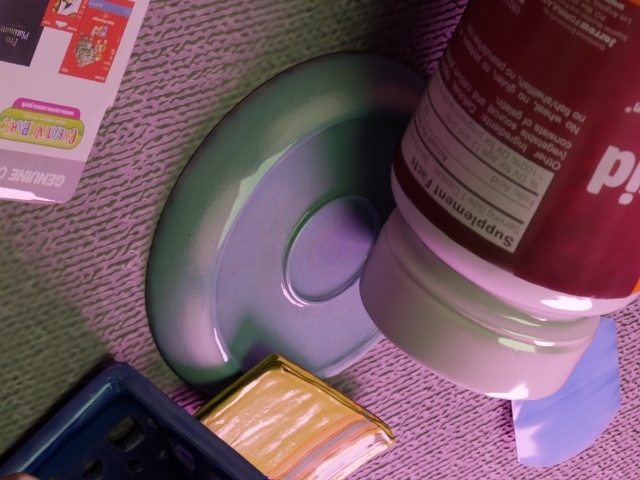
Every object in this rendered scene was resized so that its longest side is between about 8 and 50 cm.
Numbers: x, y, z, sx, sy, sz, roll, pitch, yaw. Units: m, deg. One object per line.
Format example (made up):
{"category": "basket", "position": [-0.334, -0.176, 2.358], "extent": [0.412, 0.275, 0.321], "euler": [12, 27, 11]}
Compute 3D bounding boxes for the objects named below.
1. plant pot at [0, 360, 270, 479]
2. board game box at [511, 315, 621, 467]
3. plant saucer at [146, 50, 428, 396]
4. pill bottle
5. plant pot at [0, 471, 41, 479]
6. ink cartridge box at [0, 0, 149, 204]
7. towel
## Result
{"category": "plant pot", "position": [-0.131, 0.274, 1.518], "extent": [0.236, 0.236, 0.212], "euler": [-46, 147, -11]}
{"category": "board game box", "position": [0.234, 0.144, 1.933], "extent": [0.133, 0.033, 0.169], "euler": [-27, 128, -22]}
{"category": "plant saucer", "position": [0.000, 0.000, 1.594], "extent": [0.317, 0.043, 0.318], "euler": [-25, 132, -32]}
{"category": "pill bottle", "position": [0.189, -0.085, 1.489], "extent": [0.224, 0.224, 0.392], "euler": [-4, 130, -43]}
{"category": "plant pot", "position": [-0.261, 0.285, 1.267], "extent": [0.274, 0.256, 0.256], "euler": [-39, 140, 3]}
{"category": "ink cartridge box", "position": [-0.238, -0.176, 1.118], "extent": [0.309, 0.130, 0.272], "euler": [9, 104, -56]}
{"category": "towel", "position": [-0.022, 0.163, 1.661], "extent": [0.102, 0.021, 0.237], "euler": [-39, 148, 7]}
